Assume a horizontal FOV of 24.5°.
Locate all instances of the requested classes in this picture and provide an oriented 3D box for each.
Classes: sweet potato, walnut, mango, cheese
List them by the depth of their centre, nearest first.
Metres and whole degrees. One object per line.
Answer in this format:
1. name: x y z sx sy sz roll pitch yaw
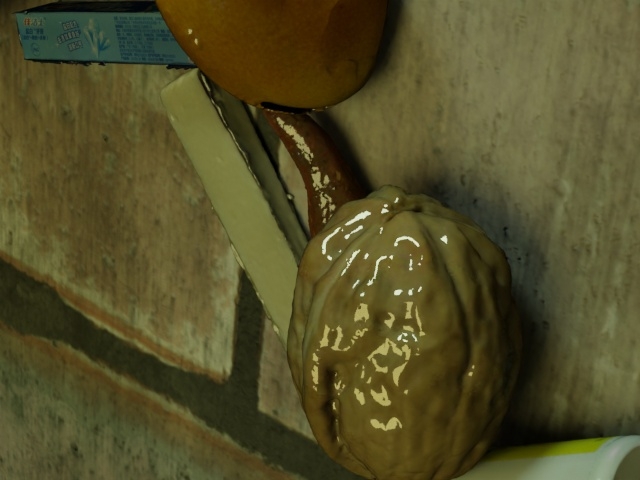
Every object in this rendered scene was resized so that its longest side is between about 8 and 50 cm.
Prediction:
1. mango: -0.045 -0.204 1.167 0.236 0.166 0.136 52 -178 -18
2. walnut: 0.065 0.081 1.169 0.198 0.198 0.245 20 114 34
3. sweet potato: 0.010 -0.004 1.266 0.078 0.058 0.255 -8 103 16
4. cheese: -0.034 0.025 1.344 0.085 0.034 0.400 -26 91 49

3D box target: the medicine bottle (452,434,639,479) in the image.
1. medicine bottle: 0.163 0.237 1.190 0.258 0.143 0.143 -15 99 43

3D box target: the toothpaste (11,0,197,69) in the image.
1. toothpaste: -0.165 -0.190 1.333 0.272 0.066 0.053 7 114 39
